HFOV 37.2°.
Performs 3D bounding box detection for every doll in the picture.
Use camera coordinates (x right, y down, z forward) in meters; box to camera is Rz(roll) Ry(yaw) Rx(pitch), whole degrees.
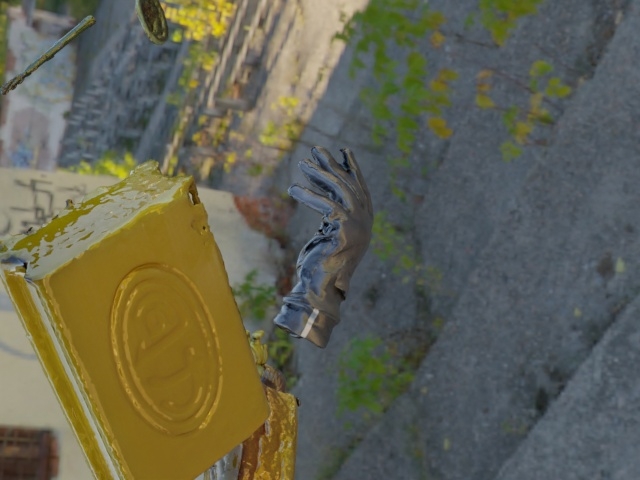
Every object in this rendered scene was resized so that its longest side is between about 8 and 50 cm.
[{"bbox_3d":[-0.154,0.288,2.035,0.188,0.145,0.096,65,-163,-10],"label":"doll"}]

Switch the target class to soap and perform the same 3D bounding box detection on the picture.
[{"bbox_3d":[-0.176,0.100,0.967,0.096,0.204,0.324,21,137,43],"label":"soap"}]

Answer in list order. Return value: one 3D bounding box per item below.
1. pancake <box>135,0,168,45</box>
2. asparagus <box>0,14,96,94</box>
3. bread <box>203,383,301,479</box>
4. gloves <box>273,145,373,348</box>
[{"bbox_3d":[-0.309,-0.409,1.750,0.017,0.108,0.108,-14,62,22],"label":"pancake"},{"bbox_3d":[-0.552,-0.376,1.928,0.024,0.248,0.025,38,163,27],"label":"asparagus"},{"bbox_3d":[-0.121,0.354,1.603,0.270,0.142,0.195,-94,24,-56],"label":"bread"},{"bbox_3d":[0.009,0.007,1.267,0.142,0.119,0.286,93,-177,-73],"label":"gloves"}]
